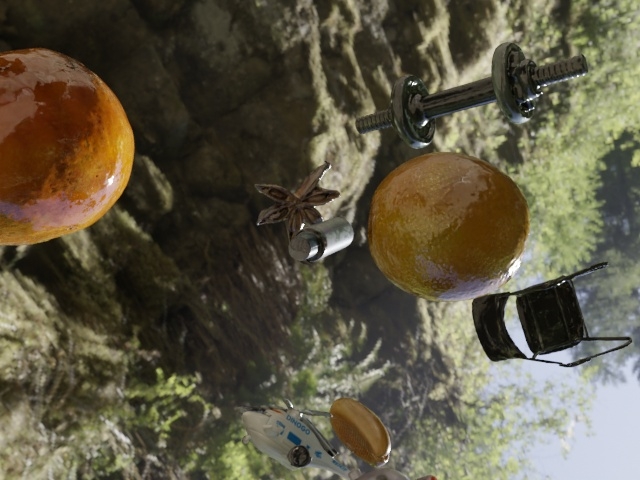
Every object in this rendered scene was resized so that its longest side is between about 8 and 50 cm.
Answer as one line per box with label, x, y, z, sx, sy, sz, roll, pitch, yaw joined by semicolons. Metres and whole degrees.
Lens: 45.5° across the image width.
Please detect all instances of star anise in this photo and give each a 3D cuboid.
star anise;-0.053;-0.078;1.759;0.207;0.172;0.063;-19;-159;-12

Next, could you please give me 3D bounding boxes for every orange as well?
orange;0.181;-0.018;1.097;0.236;0.236;0.236;-18;-152;10
orange;-0.367;-0.107;0.924;0.283;0.226;0.284;-10;-177;1

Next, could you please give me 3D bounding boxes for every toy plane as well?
toy plane;-0.015;0.362;1.278;0.182;0.273;0.107;-21;-151;46

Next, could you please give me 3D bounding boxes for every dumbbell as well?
dumbbell;0.144;-0.146;0.779;0.253;0.082;0.082;-10;-150;35

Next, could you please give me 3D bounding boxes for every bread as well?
bread;0.092;0.413;1.661;0.077;0.114;0.189;-10;-149;-39

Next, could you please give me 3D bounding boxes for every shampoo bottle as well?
shampoo bottle;0.000;0.000;1.443;0.072;0.072;0.214;-10;-175;22

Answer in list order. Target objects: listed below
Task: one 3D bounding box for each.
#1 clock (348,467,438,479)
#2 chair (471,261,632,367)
clock;0.119;0.436;1.079;0.188;0.254;0.189;-23;168;-5
chair;0.380;0.132;1.292;0.145;0.140;0.221;-14;176;-27
